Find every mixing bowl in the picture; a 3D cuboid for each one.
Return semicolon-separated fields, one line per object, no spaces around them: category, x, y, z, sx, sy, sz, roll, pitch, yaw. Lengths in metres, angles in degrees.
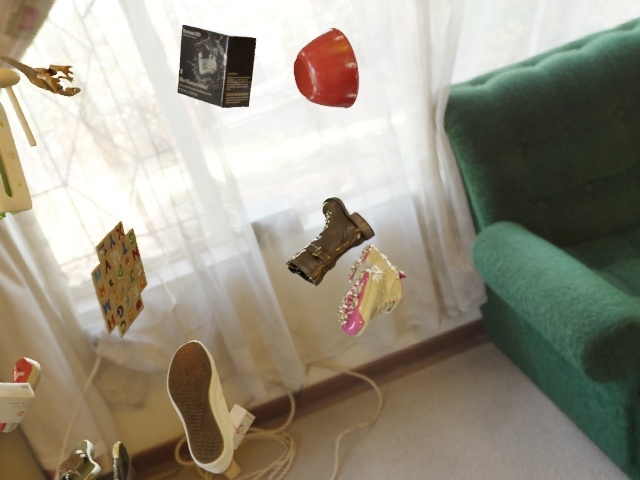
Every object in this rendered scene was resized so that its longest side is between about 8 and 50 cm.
mixing bowl;0.001;-0.376;1.443;0.098;0.182;0.181;-18;18;-22

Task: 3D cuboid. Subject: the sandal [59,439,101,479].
sandal;-0.706;0.651;1.842;0.120;0.086;0.302;-47;21;-15

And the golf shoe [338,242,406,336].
golf shoe;0.128;0.122;1.460;0.115;0.140;0.306;-54;7;33

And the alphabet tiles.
alphabet tiles;-0.641;0.126;2.071;0.011;0.343;0.285;2;30;11

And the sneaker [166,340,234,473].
sneaker;-0.249;0.356;1.357;0.105;0.123;0.290;-19;53;-1

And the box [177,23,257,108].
box;-0.236;-0.394;1.452;0.155;0.158;0.093;23;25;32

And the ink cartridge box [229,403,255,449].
ink cartridge box;-0.274;0.601;2.076;0.052;0.088;0.123;22;70;24

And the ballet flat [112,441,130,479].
ballet flat;-0.449;0.528;1.424;0.049;0.173;0.057;3;12;6

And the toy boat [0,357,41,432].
toy boat;-0.965;0.462;1.979;0.151;0.151;0.231;-53;19;35

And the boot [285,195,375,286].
boot;0.000;0.000;1.713;0.229;0.091;0.263;-39;31;-8

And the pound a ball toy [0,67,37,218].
pound a ball toy;-0.760;-0.213;1.462;0.208;0.320;0.135;-15;1;24

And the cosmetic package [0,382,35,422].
cosmetic package;-0.897;0.433;1.706;0.239;0.099;0.060;16;22;-51

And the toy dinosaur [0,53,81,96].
toy dinosaur;-0.533;-0.310;1.212;0.112;0.064;0.211;3;-15;29
